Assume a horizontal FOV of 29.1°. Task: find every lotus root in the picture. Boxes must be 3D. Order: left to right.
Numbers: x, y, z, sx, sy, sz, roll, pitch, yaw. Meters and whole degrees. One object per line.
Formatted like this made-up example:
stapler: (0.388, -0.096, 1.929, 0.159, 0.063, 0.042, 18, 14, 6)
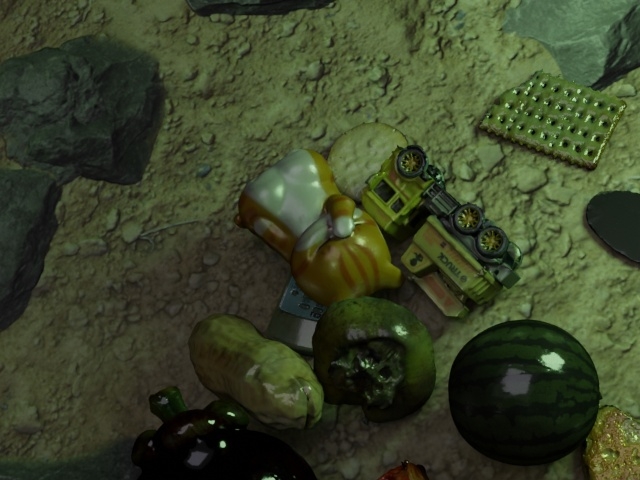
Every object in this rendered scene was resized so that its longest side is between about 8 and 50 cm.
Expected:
lotus root: (0.074, 0.187, 1.802, 0.183, 0.078, 0.204, -8, 107, 10)

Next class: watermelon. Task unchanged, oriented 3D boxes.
watermelon: (0.284, 0.210, 1.718, 0.212, 0.212, 0.212, -6, 66, 13)

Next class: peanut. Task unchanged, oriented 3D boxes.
peanut: (-0.100, 0.200, 1.850, 0.130, 0.130, 0.290, -52, 38, -10)

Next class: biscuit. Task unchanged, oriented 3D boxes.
biscuit: (0.078, -0.129, 2.029, 0.152, 0.020, 0.152, -6, 66, 13)
biscuit: (0.375, -0.202, 1.980, 0.203, 0.016, 0.144, 25, 76, 23)

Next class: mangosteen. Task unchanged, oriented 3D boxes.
mangosteen: (-0.137, 0.373, 1.707, 0.297, 0.313, 0.297, -3, 24, 1)

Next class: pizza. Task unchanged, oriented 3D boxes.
pizza: (0.416, 0.304, 1.735, 0.099, 0.036, 0.160, -4, 67, 15)

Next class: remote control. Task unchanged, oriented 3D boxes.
remote control: (-0.005, 0.067, 1.958, 0.098, 0.038, 0.233, 15, 71, 20)

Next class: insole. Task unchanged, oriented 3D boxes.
insole: (0.544, 0.000, 1.845, 0.309, 0.012, 0.110, 18, 72, 22)

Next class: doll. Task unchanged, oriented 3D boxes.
doll: (-0.009, -0.014, 1.883, 0.166, 0.162, 0.269, -37, 61, -7)

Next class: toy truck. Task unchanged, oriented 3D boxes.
toy truck: (0.177, -0.009, 1.895, 0.157, 0.124, 0.272, -45, 66, 5)

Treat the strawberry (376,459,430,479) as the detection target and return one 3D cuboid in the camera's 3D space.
strawberry: (0.133, 0.433, 1.635, 0.150, 0.280, 0.253, -32, 72, 3)
